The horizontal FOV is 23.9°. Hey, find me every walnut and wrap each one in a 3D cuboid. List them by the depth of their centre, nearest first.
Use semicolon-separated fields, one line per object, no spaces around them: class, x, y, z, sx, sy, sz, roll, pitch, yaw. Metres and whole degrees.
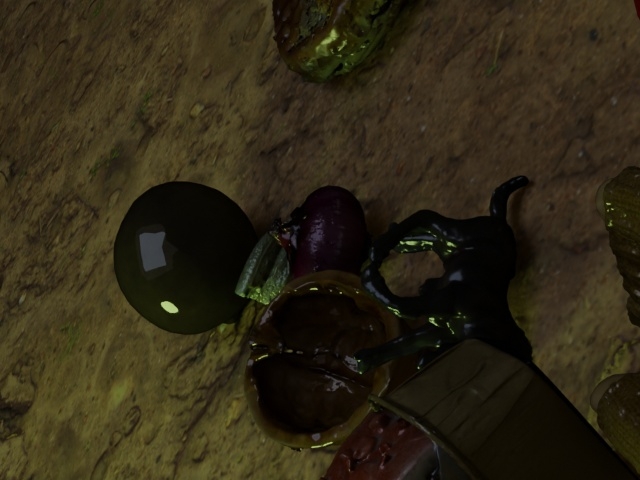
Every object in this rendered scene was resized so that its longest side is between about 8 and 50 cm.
walnut;0.023;0.120;1.372;0.211;0.087;0.167;18;80;53

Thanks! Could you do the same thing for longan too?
longan;-0.149;0.020;1.688;0.189;0.189;0.189;-41;38;42

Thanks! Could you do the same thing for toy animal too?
toy animal;0.111;0.043;1.257;0.084;0.148;0.232;86;-163;-51

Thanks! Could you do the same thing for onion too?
onion;0.000;0.000;1.485;0.115;0.104;0.115;-165;90;-88

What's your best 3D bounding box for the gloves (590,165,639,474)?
gloves;0.274;0.085;0.867;0.356;0.155;0.203;52;126;42

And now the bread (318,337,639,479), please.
bread;0.101;0.190;1.032;0.212;0.224;0.142;-47;27;-6

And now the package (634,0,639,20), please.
package;0.353;-0.228;0.986;0.423;0.123;0.196;-49;30;30

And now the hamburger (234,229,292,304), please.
hamburger;-0.046;0.026;1.575;0.121;0.054;0.084;36;-107;-82

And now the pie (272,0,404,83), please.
pie;0.035;-0.306;1.659;0.308;0.085;0.308;-48;32;43
